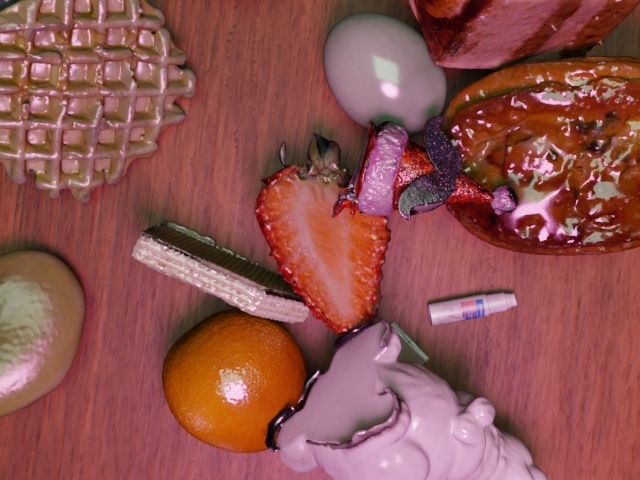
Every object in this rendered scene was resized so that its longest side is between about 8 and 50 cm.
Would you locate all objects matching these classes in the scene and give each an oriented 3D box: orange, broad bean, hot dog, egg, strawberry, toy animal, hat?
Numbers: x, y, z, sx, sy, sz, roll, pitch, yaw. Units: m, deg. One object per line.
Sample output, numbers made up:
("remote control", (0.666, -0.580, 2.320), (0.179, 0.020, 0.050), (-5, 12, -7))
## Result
("orange", (-0.112, 0.194, 1.159), (0.205, 0.206, 0.206), (0, 91, 0))
("broad bean", (-0.441, 0.139, 1.193), (0.189, 0.121, 0.263), (29, 89, -4))
("hot dog", (0.348, -0.120, 1.153), (0.387, 0.174, 0.267), (-3, 106, 1))
("egg", (0.088, -0.229, 1.167), (0.192, 0.149, 0.149), (40, 91, -7))
("strawberry", (0.000, 0.000, 1.174), (0.188, 0.106, 0.286), (-5, 73, -19))
("toy animal", (0.136, 0.276, 1.119), (0.257, 0.194, 0.357), (-26, 129, 33))
("hat", (0.144, -0.070, 1.097), (0.227, 0.129, 0.140), (16, 53, 7))

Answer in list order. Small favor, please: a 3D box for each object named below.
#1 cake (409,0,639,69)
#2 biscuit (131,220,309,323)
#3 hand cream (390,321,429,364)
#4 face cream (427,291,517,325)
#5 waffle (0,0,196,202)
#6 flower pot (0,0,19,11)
("cake", (0.227, -0.332, 1.090), (0.292, 0.198, 0.196), (-7, 76, -22))
("biscuit", (-0.129, 0.050, 1.174), (0.252, 0.150, 0.052), (24, 98, -1))
("hand cream", (0.074, 0.207, 1.232), (0.174, 0.047, 0.076), (-44, 90, -8))
("face cream", (0.223, 0.097, 1.230), (0.130, 0.034, 0.034), (-10, 91, -1))
("waffle", (-0.325, -0.202, 1.143), (0.309, 0.056, 0.292), (-41, 130, -5))
("flower pot", (-0.460, -0.307, 1.151), (0.243, 0.189, 0.157), (-35, 121, 2))
